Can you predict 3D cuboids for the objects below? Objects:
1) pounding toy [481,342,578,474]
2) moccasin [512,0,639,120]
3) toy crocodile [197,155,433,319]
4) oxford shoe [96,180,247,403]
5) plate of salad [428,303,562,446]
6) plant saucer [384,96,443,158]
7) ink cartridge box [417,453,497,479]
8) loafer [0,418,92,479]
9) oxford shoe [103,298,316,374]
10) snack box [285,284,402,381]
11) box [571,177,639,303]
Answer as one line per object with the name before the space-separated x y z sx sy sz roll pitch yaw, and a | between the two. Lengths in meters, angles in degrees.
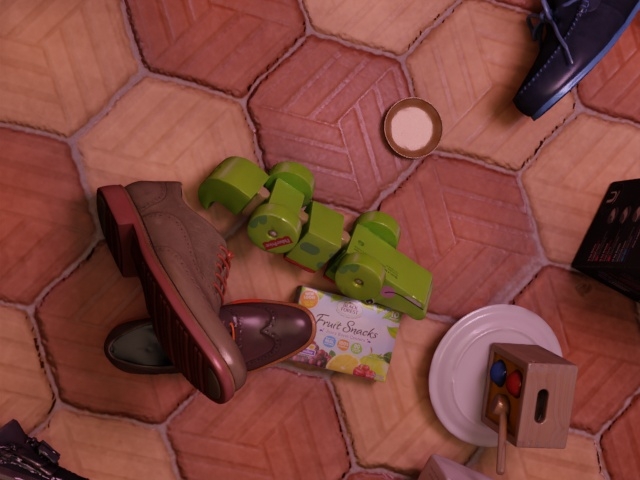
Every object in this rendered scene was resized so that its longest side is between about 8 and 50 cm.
pounding toy | 0.257 0.215 1.418 0.100 0.130 0.141 5 97 -17
moccasin | 0.351 -0.309 1.501 0.117 0.138 0.342 40 68 -4
toy crocodile | 0.000 0.000 1.429 0.340 0.105 0.115 30 43 -13
oxford shoe | -0.153 0.040 1.314 0.130 0.123 0.348 -18 53 -22
plate of salad | 0.238 0.183 1.502 0.200 0.048 0.200 -3 100 -16
plant saucer | 0.125 -0.153 1.498 0.083 0.015 0.083 0 89 -12
ink cartridge box | 0.165 0.484 1.424 0.207 0.119 0.353 25 94 -8
loafer | -0.414 0.247 1.346 0.302 0.109 0.095 22 81 -7
oxford shoe | -0.137 0.129 1.388 0.271 0.098 0.097 -9 88 -4
snack box | 0.028 0.124 1.465 0.141 0.037 0.100 14 86 -10
box | 0.476 0.011 1.436 0.165 0.270 0.143 28 84 -10
